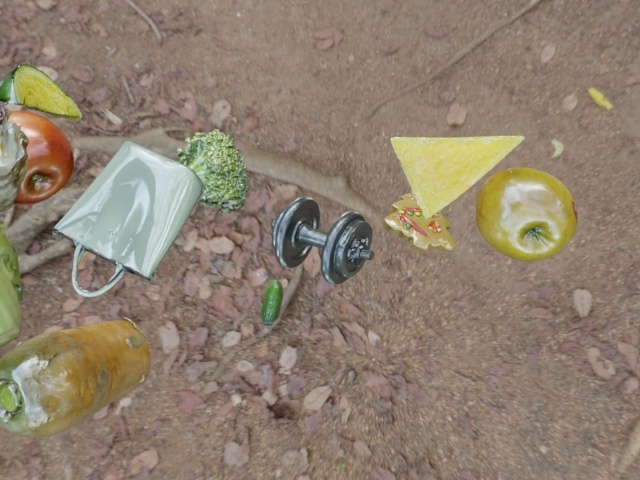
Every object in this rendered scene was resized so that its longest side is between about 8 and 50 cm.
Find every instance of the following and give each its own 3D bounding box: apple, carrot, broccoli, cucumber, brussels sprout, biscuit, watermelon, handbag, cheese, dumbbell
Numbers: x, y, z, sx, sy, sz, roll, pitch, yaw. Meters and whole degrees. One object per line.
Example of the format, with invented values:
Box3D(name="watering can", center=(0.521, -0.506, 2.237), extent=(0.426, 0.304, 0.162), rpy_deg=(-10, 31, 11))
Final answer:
Box3D(name="apple", center=(0.383, -0.046, 1.219), extent=(0.182, 0.183, 0.155), rpy_deg=(-2, 38, 4))
Box3D(name="carrot", center=(-0.578, 0.314, 1.523), extent=(0.224, 0.340, 0.224), rpy_deg=(3, 97, 28))
Box3D(name="broccoli", center=(-0.297, -0.195, 1.668), extent=(0.272, 0.242, 0.180), rpy_deg=(19, 104, -26))
Box3D(name="cucumber", center=(-0.133, 0.174, 1.785), extent=(0.056, 0.250, 0.056), rpy_deg=(7, 52, -9))
Box3D(name="brussels sprout", center=(-0.517, 0.058, 0.926), extent=(0.223, 0.161, 0.223), rpy_deg=(11, 105, 45))
Box3D(name="biscuit", center=(0.275, -0.061, 1.790), extent=(0.212, 0.041, 0.239), rpy_deg=(18, 44, -6))
Box3D(name="watermelon", center=(-0.509, -0.246, 1.140), extent=(0.075, 0.181, 0.092), rpy_deg=(-27, 89, 13))
Box3D(name="handbag", center=(-0.389, -0.036, 1.287), extent=(0.241, 0.109, 0.315), rpy_deg=(24, 65, 17))
Box3D(name="cheese", center=(0.208, -0.122, 0.944), extent=(0.171, 0.093, 0.126), rpy_deg=(-21, 92, 17))
Box3D(name="apple", center=(-0.484, -0.131, 1.062), extent=(0.139, 0.163, 0.163), rpy_deg=(37, 84, 29))
Box3D(name="dumbbell", center=(0.000, 0.000, 1.635), extent=(0.289, 0.192, 0.192), rpy_deg=(18, 81, 26))

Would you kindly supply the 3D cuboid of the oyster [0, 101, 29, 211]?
Box3D(name="oyster", center=(-0.502, -0.050, 0.766), extent=(0.336, 0.198, 0.133), rpy_deg=(-23, 116, -14))
